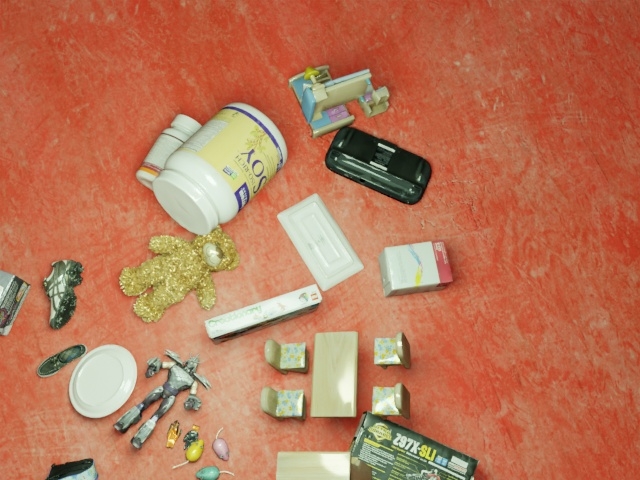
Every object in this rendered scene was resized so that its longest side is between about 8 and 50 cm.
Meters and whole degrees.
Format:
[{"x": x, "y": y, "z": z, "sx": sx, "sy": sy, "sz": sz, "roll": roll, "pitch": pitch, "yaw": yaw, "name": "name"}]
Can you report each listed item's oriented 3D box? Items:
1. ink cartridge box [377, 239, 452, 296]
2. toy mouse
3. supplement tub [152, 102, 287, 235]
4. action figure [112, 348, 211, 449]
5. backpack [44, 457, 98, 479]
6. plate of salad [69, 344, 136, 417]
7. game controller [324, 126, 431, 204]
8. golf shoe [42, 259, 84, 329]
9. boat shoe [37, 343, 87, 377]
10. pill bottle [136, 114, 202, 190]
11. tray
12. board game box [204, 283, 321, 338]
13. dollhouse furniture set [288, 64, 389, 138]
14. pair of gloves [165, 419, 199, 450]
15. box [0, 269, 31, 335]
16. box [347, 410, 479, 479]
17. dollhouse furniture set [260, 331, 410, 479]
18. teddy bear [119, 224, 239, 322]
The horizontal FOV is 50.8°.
[{"x": 0.265, "y": 0.082, "z": 1.926, "sx": 0.176, "sy": 0.128, "sz": 0.127, "roll": -8, "pitch": 76, "yaw": -7, "name": "ink cartridge box"}, {"x": -0.285, "y": 0.584, "z": 1.792, "sx": 0.143, "sy": 0.031, "sz": 0.161, "roll": 39, "pitch": 71, "yaw": 2, "name": "toy mouse"}, {"x": -0.277, "y": -0.198, "z": 1.868, "sx": 0.241, "sy": 0.241, "sz": 0.331, "roll": 37, "pitch": 62, "yaw": 5, "name": "supplement tub"}, {"x": -0.414, "y": 0.414, "z": 1.800, "sx": 0.185, "sy": 0.099, "sz": 0.285, "roll": 37, "pitch": 72, "yaw": 11, "name": "action figure"}, {"x": -0.630, "y": 0.612, "z": 1.727, "sx": 0.115, "sy": 0.105, "sz": 0.084, "roll": -15, "pitch": 99, "yaw": -9, "name": "backpack"}, {"x": -0.580, "y": 0.377, "z": 1.810, "sx": 0.200, "sy": 0.048, "sz": 0.199, "roll": -7, "pitch": 62, "yaw": 13, "name": "plate of salad"}, {"x": 0.178, "y": -0.230, "z": 2.046, "sx": 0.319, "sy": 0.067, "sz": 0.166, "roll": 24, "pitch": 60, "yaw": 1, "name": "game controller"}, {"x": -0.723, "y": 0.148, "z": 1.863, "sx": 0.094, "sy": 0.077, "sz": 0.198, "roll": 6, "pitch": 70, "yaw": 12, "name": "golf shoe"}, {"x": -0.703, "y": 0.322, "z": 1.826, "sx": 0.142, "sy": 0.040, "sz": 0.049, "roll": -31, "pitch": 80, "yaw": -12, "name": "boat shoe"}, {"x": -0.429, "y": -0.248, "z": 1.959, "sx": 0.121, "sy": 0.121, "sz": 0.221, "roll": 27, "pitch": 74, "yaw": 3, "name": "pill bottle"}, {"x": 0.000, "y": 0.000, "z": 1.977, "sx": 0.145, "sy": 0.030, "sz": 0.270, "roll": -30, "pitch": 80, "yaw": -11, "name": "tray"}, {"x": -0.154, "y": 0.203, "z": 1.826, "sx": 0.306, "sy": 0.193, "sz": 0.053, "roll": -17, "pitch": 78, "yaw": -10, "name": "board game box"}, {"x": 0.055, "y": -0.476, "z": 1.967, "sx": 0.287, "sy": 0.303, "sz": 0.198, "roll": -23, "pitch": 79, "yaw": -10, "name": "dollhouse furniture set"}, {"x": -0.371, "y": 0.527, "z": 1.816, "sx": 0.083, "sy": 0.010, "sz": 0.074, "roll": 15, "pitch": 73, "yaw": -4, "name": "pair of gloves"}, {"x": -0.943, "y": 0.137, "z": 1.803, "sx": 0.248, "sy": 0.142, "sz": 0.163, "roll": 19, "pitch": 74, "yaw": 1, "name": "box"}, {"x": 0.216, "y": 0.627, "z": 1.750, "sx": 0.322, "sy": 0.079, "sz": 0.257, "roll": 23, "pitch": 71, "yaw": 3, "name": "box"}, {"x": 0.024, "y": 0.407, "z": 1.665, "sx": 0.363, "sy": 0.256, "sz": 0.393, "roll": -5, "pitch": 64, "yaw": 16, "name": "dollhouse furniture set"}, {"x": -0.389, "y": 0.086, "z": 1.881, "sx": 0.338, "sy": 0.113, "sz": 0.244, "roll": -14, "pitch": 79, "yaw": -8, "name": "teddy bear"}]
